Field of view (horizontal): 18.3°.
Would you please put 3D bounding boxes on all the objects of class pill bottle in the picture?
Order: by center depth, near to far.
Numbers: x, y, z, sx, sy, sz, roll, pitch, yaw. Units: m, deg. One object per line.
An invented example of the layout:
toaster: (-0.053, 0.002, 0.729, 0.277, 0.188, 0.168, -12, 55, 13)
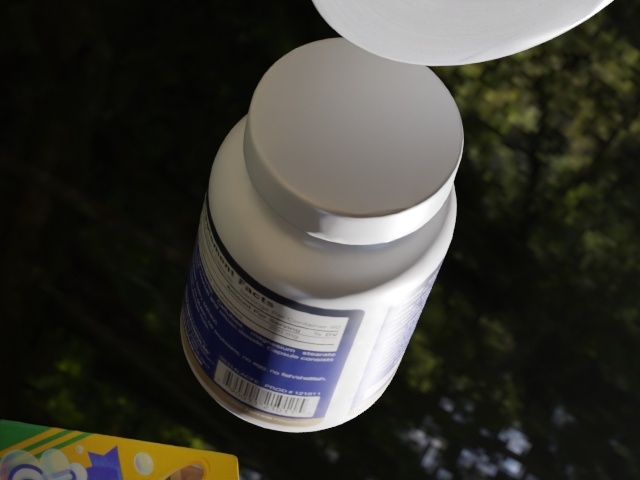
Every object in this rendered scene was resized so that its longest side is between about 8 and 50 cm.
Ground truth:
pill bottle: (0.000, 0.000, 1.236, 0.264, 0.153, 0.153, 109, -12, -58)

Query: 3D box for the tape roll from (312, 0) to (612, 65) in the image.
tape roll: (0.083, -0.194, 1.018, 0.219, 0.219, 0.072, -43, -133, 23)

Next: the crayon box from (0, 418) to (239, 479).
crayon box: (-0.160, 0.244, 1.403, 0.083, 0.323, 0.203, -29, -122, 43)
